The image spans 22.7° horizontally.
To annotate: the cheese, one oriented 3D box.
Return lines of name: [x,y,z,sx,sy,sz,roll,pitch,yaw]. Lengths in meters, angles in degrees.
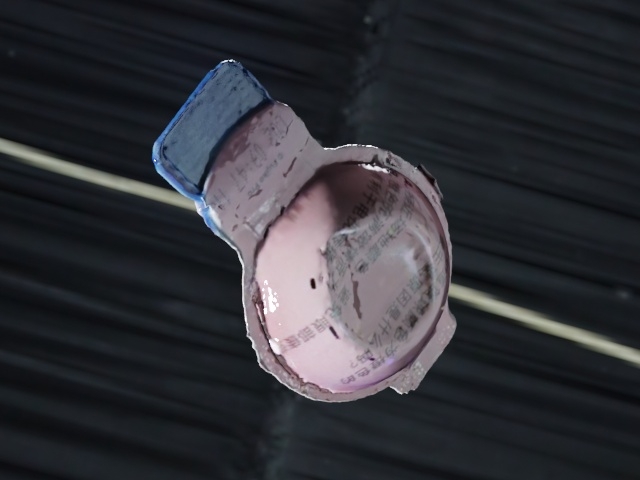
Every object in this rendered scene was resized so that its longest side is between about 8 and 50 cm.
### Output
cheese: [0.000,0.000,1.096,0.074,0.286,0.189,8,59,54]
